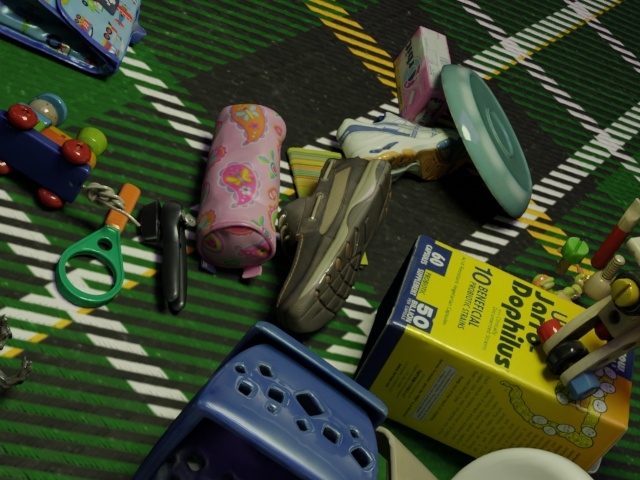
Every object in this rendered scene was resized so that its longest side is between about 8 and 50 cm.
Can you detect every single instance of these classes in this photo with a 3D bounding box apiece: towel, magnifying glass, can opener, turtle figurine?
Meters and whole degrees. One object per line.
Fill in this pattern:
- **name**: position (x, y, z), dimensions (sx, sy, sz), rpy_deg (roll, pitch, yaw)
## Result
- **towel**: position (0.009, -0.056, 1.756), dimensions (0.102, 0.021, 0.237), rpy_deg (5, 53, -25)
- **magnifying glass**: position (-0.304, 0.003, 1.489), dimensions (0.092, 0.026, 0.231), rpy_deg (28, 45, -11)
- **can opener**: position (-0.213, 0.019, 1.521), dimensions (0.059, 0.073, 0.186), rpy_deg (48, 25, -56)
- **turtle figurine**: position (0.420, 0.141, 1.817), dimensions (0.217, 0.087, 0.269), rpy_deg (55, 36, 6)

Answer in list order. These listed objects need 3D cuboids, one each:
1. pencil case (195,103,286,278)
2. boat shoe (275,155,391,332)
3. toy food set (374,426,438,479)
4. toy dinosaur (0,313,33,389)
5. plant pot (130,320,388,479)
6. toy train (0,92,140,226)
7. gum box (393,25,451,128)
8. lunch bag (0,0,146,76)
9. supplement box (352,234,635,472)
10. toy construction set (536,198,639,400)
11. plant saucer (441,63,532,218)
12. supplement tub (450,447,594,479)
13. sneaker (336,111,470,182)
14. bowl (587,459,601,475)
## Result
- **pencil case**: position (-0.119, -0.082, 1.621), dimensions (0.124, 0.124, 0.284), rpy_deg (19, 46, -20)
- **boat shoe**: position (0.000, 0.000, 1.627), dimensions (0.130, 0.132, 0.355), rpy_deg (14, 45, 17)
- **toy food set**: position (0.110, 0.410, 1.332), dimensions (0.219, 0.092, 0.306), rpy_deg (49, 28, -36)
- **toy dinosaur**: position (-0.416, 0.148, 1.259), dimensions (0.118, 0.064, 0.268), rpy_deg (-20, 67, -27)
- **plant pot**: position (-0.064, 0.254, 1.289), dimensions (0.236, 0.236, 0.212), rpy_deg (35, 36, -3)
- **toy train**: position (-0.344, -0.114, 1.513), dimensions (0.248, 0.105, 0.143), rpy_deg (33, 29, -6)
- **gum box**: position (0.200, -0.307, 2.035), dimensions (0.062, 0.107, 0.188), rpy_deg (16, 47, -22)
- **lunch bag**: position (-0.416, -0.397, 1.701), dimensions (0.293, 0.138, 0.221), rpy_deg (31, 40, -27)
- **supplement box**: position (0.250, 0.182, 1.539), dimensions (0.357, 0.195, 0.194), rpy_deg (24, 45, 0)
- **toy construction set**: position (0.443, 0.061, 1.424), dimensions (0.258, 0.237, 0.308), rpy_deg (10, 45, -14)
- **plant saucer**: position (0.318, -0.192, 1.953), dimensions (0.317, 0.044, 0.317), rpy_deg (48, 27, -34)
- **supplement tub**: position (0.296, 0.413, 1.313), dimensions (0.325, 0.235, 0.235), rpy_deg (41, 31, -47)
- **sneaker**: position (0.160, -0.184, 1.902), dimensions (0.297, 0.112, 0.131), rpy_deg (-7, 53, -42)
- **bowl**: position (0.380, 0.302, 1.675), dimensions (0.142, 0.053, 0.142), rpy_deg (34, 42, -4)
